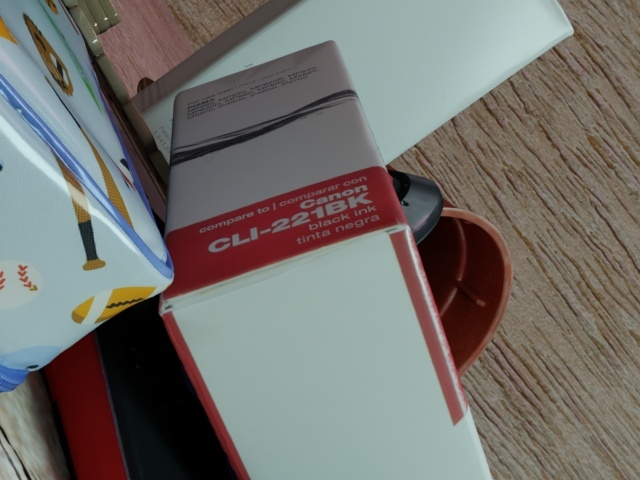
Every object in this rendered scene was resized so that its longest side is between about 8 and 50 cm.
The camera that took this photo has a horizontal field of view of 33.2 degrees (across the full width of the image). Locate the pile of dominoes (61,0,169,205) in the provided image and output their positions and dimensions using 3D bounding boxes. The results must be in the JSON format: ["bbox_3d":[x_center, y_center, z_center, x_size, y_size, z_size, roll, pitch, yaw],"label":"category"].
[{"bbox_3d":[-0.124,-0.106,0.715,0.251,0.040,0.196,62,-8,-15],"label":"pile of dominoes"}]

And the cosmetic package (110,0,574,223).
[{"bbox_3d":[-0.005,-0.137,0.928,0.156,0.385,0.217,56,4,-16],"label":"cosmetic package"}]

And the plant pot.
[{"bbox_3d":[0.026,0.016,1.193,0.265,0.272,0.272,49,-3,46],"label":"plant pot"}]

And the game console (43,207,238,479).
[{"bbox_3d":[-0.038,0.144,0.647,0.386,0.060,0.342,52,6,-48],"label":"game console"}]

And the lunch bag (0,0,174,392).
[{"bbox_3d":[-0.170,-0.080,0.452,0.243,0.115,0.303,57,2,-36],"label":"lunch bag"}]

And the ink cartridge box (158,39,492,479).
[{"bbox_3d":[0.000,0.029,0.596,0.273,0.114,0.197,-104,175,-63],"label":"ink cartridge box"}]

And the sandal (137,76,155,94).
[{"bbox_3d":[-0.176,-0.105,1.125,0.072,0.049,0.180,45,25,-44],"label":"sandal"}]

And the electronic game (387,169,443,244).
[{"bbox_3d":[0.000,0.000,0.953,0.229,0.229,0.048,-113,179,-71],"label":"electronic game"}]
